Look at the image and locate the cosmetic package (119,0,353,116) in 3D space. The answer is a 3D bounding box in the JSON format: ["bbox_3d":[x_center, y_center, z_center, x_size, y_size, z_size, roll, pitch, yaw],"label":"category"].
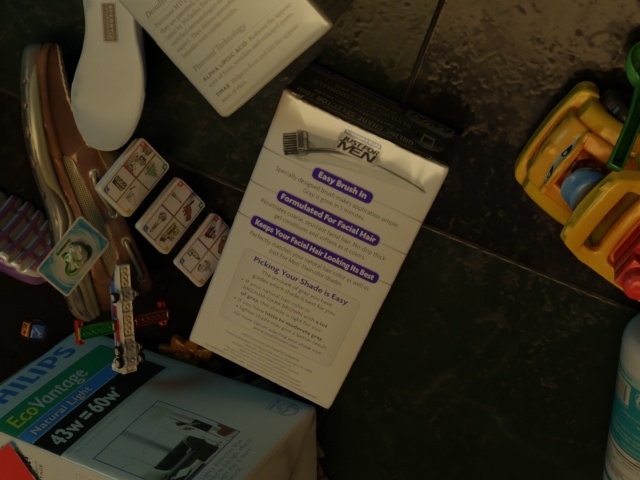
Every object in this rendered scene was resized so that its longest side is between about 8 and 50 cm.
[{"bbox_3d":[-0.081,-0.252,1.053,0.151,0.151,0.184,-37,101,29],"label":"cosmetic package"}]

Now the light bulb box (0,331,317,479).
[{"bbox_3d":[-0.211,0.345,1.311,0.361,0.225,0.358,15,121,26],"label":"light bulb box"}]

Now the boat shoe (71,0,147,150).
[{"bbox_3d":[-0.219,-0.213,1.149,0.080,0.076,0.228,2,108,5],"label":"boat shoe"}]

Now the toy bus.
[{"bbox_3d":[0.294,-0.022,1.030,0.220,0.211,0.149,34,122,-1],"label":"toy bus"}]

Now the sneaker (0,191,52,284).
[{"bbox_3d":[-0.424,-0.010,1.317,0.236,0.095,0.104,30,127,5],"label":"sneaker"}]

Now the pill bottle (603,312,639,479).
[{"bbox_3d":[0.384,0.212,1.161,0.146,0.146,0.264,6,119,13],"label":"pill bottle"}]

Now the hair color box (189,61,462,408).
[{"bbox_3d":[0.000,0.000,1.186,0.185,0.110,0.339,26,122,3],"label":"hair color box"}]

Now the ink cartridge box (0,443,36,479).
[{"bbox_3d":[-0.374,0.350,1.238,0.224,0.056,0.181,-33,94,41],"label":"ink cartridge box"}]

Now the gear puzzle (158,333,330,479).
[{"bbox_3d":[-0.100,0.260,1.382,0.175,0.044,0.339,-21,109,24],"label":"gear puzzle"}]

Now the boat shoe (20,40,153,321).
[{"bbox_3d":[-0.265,-0.071,1.234,0.116,0.123,0.324,-14,112,-15],"label":"boat shoe"}]

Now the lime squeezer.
[{"bbox_3d":[0.329,-0.201,0.997,0.059,0.110,0.310,30,91,18],"label":"lime squeezer"}]

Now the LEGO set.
[{"bbox_3d":[-0.225,0.034,1.201,0.060,0.244,0.182,14,153,50],"label":"LEGO set"}]
